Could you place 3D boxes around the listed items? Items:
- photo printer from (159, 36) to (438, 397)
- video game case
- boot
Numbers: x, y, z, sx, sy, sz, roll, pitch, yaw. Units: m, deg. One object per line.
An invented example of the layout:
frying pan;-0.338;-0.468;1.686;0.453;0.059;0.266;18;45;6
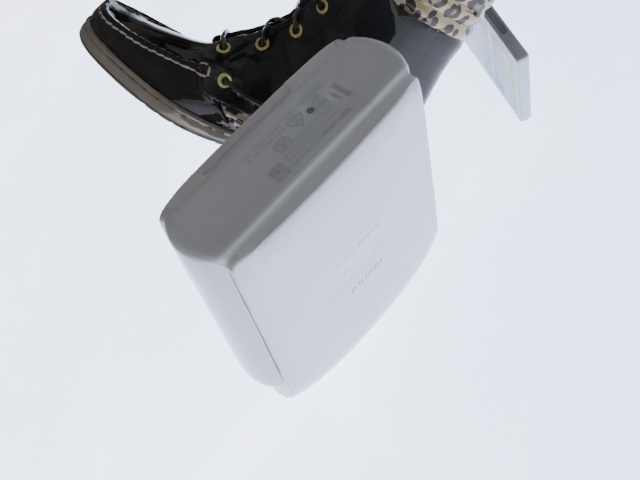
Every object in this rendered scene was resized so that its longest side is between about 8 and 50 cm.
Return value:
photo printer;0.000;0.000;0.878;0.107;0.307;0.256;33;-111;27
video game case;0.270;-0.305;1.473;0.023;0.212;0.193;-31;-112;2
boot;-0.030;-0.224;0.985;0.284;0.378;0.138;-56;-168;26
